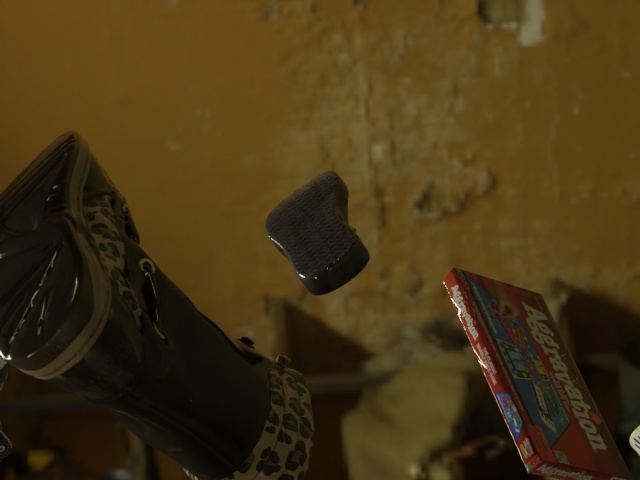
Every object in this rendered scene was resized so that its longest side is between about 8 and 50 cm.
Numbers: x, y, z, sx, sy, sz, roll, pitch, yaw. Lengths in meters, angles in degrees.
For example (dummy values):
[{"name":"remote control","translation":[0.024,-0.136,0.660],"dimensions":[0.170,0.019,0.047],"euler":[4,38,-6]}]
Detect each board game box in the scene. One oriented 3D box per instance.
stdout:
[{"name":"board game box","translation":[0.241,0.153,1.708],"dimensions":[0.027,0.145,0.281],"euler":[-49,41,28]}]

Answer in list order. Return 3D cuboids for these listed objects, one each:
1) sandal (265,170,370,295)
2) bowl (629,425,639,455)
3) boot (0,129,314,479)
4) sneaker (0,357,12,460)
[{"name":"sandal","translation":[-0.001,0.001,1.580],"dimensions":[0.054,0.097,0.254],"euler":[55,-172,-23]},{"name":"bowl","translation":[0.374,0.202,1.387],"dimensions":[0.170,0.170,0.080],"euler":[79,-178,-64]},{"name":"boot","translation":[-0.155,0.069,1.342],"dimensions":[0.284,0.138,0.377],"euler":[41,-172,-26]},{"name":"sneaker","translation":[-0.370,0.158,1.642],"dimensions":[0.153,0.282,0.099],"euler":[18,-138,-46]}]
